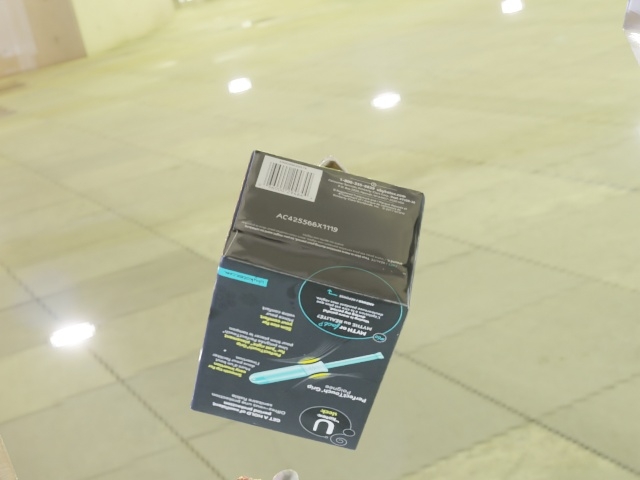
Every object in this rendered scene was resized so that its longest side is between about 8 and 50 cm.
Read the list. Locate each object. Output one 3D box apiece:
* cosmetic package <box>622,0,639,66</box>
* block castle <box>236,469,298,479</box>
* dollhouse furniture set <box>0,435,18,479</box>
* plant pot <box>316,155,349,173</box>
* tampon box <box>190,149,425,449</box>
[{"bbox_3d":[0.431,-0.183,1.069,0.309,0.113,0.160,16,-1,23],"label":"cosmetic package"},{"bbox_3d":[-0.045,0.440,1.287,0.213,0.303,0.453,-52,0,17],"label":"block castle"},{"bbox_3d":[-0.213,0.254,0.709,0.151,0.301,0.197,-13,49,-26],"label":"dollhouse furniture set"},{"bbox_3d":[0.000,0.000,1.120,0.109,0.109,0.096,-44,7,-5],"label":"plant pot"},{"bbox_3d":[-0.010,0.043,0.830,0.120,0.161,0.101,15,46,-1],"label":"tampon box"}]
